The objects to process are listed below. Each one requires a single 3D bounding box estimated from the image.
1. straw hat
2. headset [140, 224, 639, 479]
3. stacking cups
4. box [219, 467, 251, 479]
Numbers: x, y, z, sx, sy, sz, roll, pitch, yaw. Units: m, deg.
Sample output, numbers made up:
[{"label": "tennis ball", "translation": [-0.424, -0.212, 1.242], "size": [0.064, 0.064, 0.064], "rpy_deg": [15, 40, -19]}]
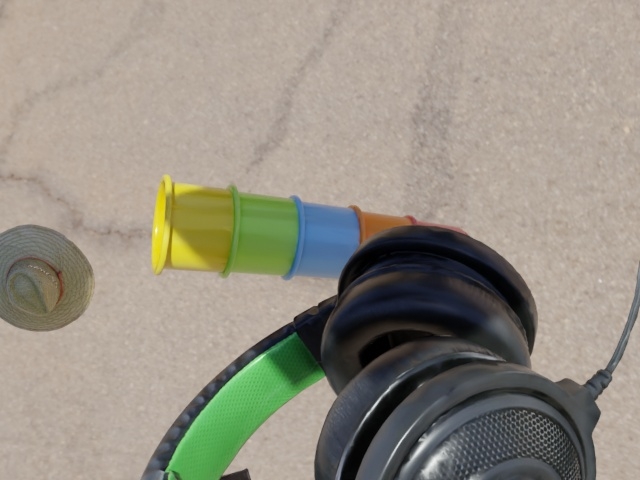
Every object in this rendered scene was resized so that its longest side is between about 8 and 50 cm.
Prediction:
[{"label": "straw hat", "translation": [-0.349, 0.058, 0.952], "size": [0.144, 0.144, 0.061], "rpy_deg": [-49, 20, 6]}, {"label": "headset", "translation": [0.082, 0.107, 0.441], "size": [0.394, 0.185, 0.243], "rpy_deg": [-28, 23, 14]}, {"label": "stacking cups", "translation": [0.000, 0.000, 0.766], "size": [0.096, 0.316, 0.096], "rpy_deg": [-174, 90, -74]}, {"label": "box", "translation": [-0.235, 0.265, 0.563], "size": [0.295, 0.293, 0.073], "rpy_deg": [-35, 64, 33]}]
